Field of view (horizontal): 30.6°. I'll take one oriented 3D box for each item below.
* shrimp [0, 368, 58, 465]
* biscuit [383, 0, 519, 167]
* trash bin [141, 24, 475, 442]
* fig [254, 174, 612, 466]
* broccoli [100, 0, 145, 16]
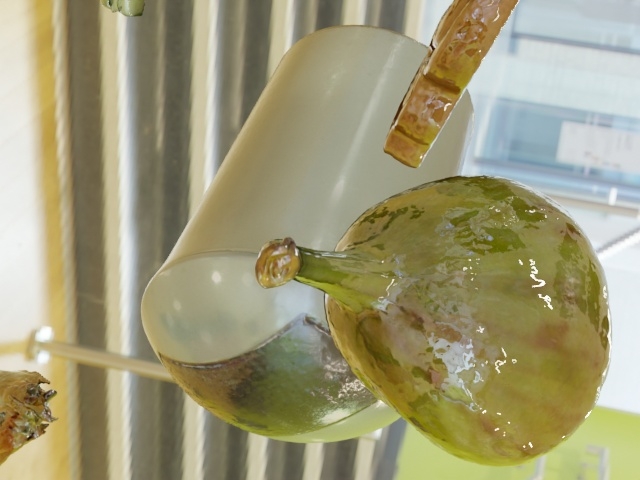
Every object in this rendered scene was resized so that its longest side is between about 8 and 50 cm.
[{"bbox_3d":[-0.312,0.181,1.146,0.051,0.217,0.115,13,72,-40],"label":"shrimp"},{"bbox_3d":[0.122,-0.176,0.776,0.295,0.044,0.186,-59,176,26],"label":"biscuit"},{"bbox_3d":[0.000,0.000,1.226,0.280,0.280,0.432,88,18,-49],"label":"trash bin"},{"bbox_3d":[0.038,0.028,0.541,0.245,0.149,0.149,18,81,-48],"label":"fig"},{"bbox_3d":[-0.162,-0.297,1.008,0.122,0.118,0.204,-67,170,-74],"label":"broccoli"}]
